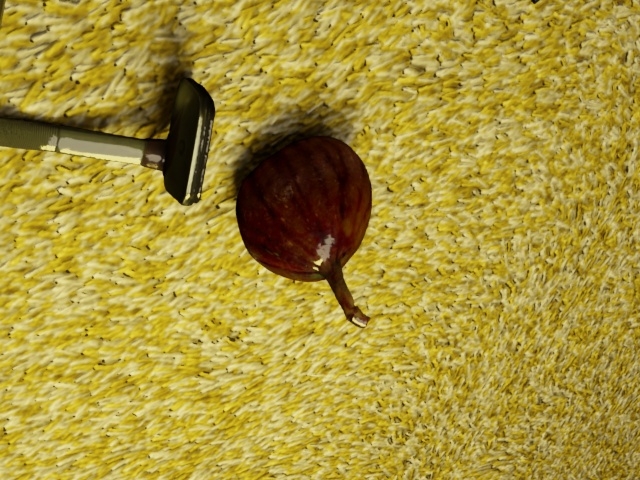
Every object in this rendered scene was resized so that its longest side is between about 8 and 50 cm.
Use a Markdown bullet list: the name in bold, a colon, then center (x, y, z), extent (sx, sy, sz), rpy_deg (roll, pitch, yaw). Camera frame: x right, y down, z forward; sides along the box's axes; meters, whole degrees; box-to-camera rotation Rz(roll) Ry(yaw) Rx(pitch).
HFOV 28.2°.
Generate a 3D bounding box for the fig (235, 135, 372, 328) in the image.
- **fig**: center (-0.021, -0.018, 1.383), extent (0.149, 0.202, 0.148), rpy_deg (-7, 130, 20)

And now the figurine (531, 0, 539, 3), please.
- **figurine**: center (0.341, -0.340, 1.362), extent (0.274, 0.133, 0.194), rpy_deg (-40, 127, 20)

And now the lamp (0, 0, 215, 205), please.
- **lamp**: center (-0.219, -0.143, 1.178), extent (0.283, 0.124, 0.203), rpy_deg (4, 106, -35)
